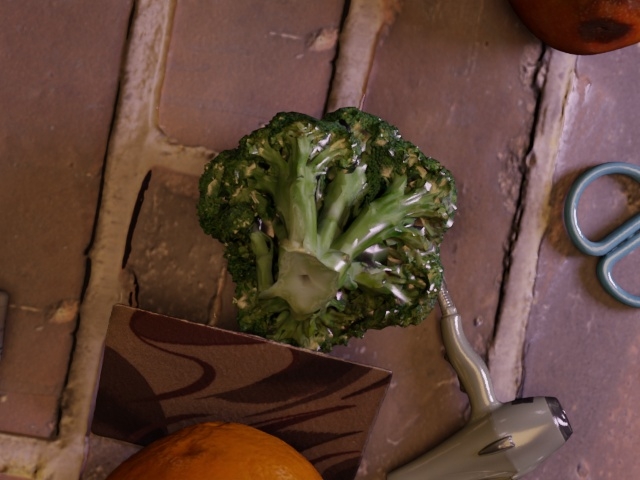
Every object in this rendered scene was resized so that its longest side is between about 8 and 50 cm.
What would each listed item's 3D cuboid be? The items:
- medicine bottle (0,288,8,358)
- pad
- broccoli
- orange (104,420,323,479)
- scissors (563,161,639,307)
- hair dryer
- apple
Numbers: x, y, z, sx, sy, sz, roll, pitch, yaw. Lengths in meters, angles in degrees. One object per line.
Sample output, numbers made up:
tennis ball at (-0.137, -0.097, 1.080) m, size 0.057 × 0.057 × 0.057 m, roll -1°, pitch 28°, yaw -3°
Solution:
medicine bottle at (-0.417, 0.120, 1.552) m, size 0.080 × 0.080 × 0.130 m, roll 8°, pitch 92°, yaw -3°
pad at (-0.099, 0.193, 1.543) m, size 0.330 × 0.004 × 0.220 m, roll 14°, pitch 126°, yaw -3°
broccoli at (0.000, 0.000, 1.482) m, size 0.308 × 0.275 × 0.308 m, roll 4°, pitch 119°, yaw 8°
orange at (-0.120, 0.354, 1.465) m, size 0.312 × 0.312 × 0.312 m, roll 0°, pitch 92°, yaw -2°
scissors at (0.511, -0.100, 1.607) m, size 0.447 × 0.029 × 0.192 m, roll -36°, pitch 93°, yaw 0°
hair dryer at (0.142, 0.202, 1.594) m, size 0.229 × 0.092 × 0.267 m, roll -43°, pitch 79°, yaw 5°
apple at (0.318, -0.327, 1.502) m, size 0.230 × 0.230 × 0.230 m, roll 0°, pitch 92°, yaw -2°
